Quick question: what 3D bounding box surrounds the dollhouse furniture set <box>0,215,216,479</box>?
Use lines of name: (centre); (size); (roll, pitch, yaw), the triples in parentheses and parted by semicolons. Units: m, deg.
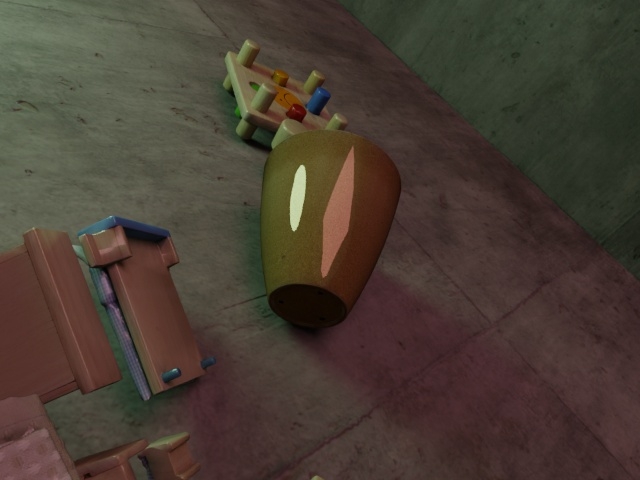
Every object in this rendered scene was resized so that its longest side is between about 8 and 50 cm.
dollhouse furniture set: (-0.245, 0.144, 0.573); (0.303, 0.198, 0.287); (22, 44, -81)

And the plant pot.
plant pot: (0.000, 0.000, 0.863); (0.237, 0.237, 0.254); (25, 50, -17)

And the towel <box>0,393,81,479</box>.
towel: (-0.198, 0.236, 0.229); (0.324, 0.056, 0.312); (50, 30, 18)

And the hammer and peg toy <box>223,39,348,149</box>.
hammer and peg toy: (-0.062, -0.266, 1.194); (0.265, 0.127, 0.361); (13, 39, -34)

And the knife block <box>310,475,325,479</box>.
knife block: (-0.050, 0.363, 0.452); (0.242, 0.088, 0.276); (7, 44, -38)
